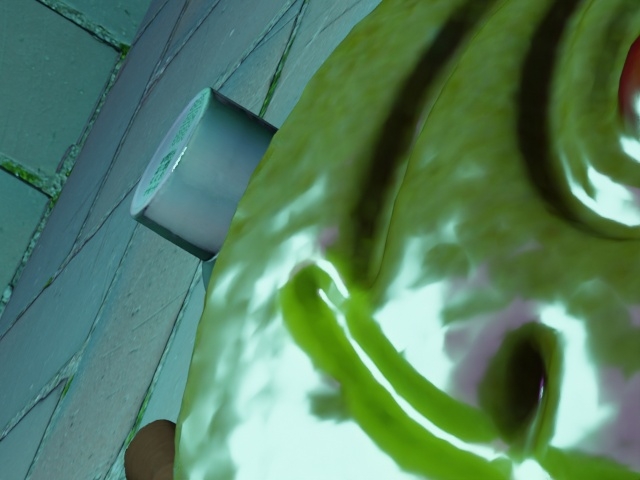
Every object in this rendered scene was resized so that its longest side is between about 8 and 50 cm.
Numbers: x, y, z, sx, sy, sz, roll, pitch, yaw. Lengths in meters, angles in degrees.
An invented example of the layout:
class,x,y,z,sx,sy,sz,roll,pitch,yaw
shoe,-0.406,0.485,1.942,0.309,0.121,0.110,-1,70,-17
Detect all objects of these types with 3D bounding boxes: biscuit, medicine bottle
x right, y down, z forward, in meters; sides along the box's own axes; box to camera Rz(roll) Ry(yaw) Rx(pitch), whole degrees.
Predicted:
class,x,y,z,sx,sy,sz,roll,pitch,yaw
biscuit,0.137,-0.006,0.380,0.394,0.070,0.350,-13,53,31
medicine bottle,0.000,0.000,0.990,0.094,0.188,0.119,-50,17,32

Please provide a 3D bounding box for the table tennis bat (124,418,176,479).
class,x,y,z,sx,sy,sz,roll,pitch,yaw
table tennis bat,-0.059,0.178,1.127,0.268,0.051,0.414,-59,17,-1
